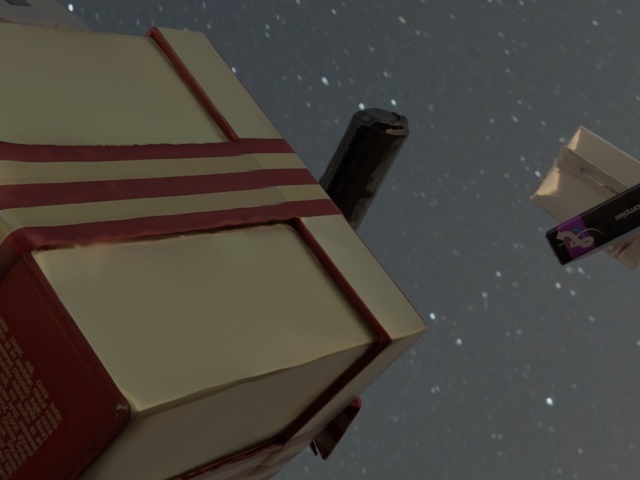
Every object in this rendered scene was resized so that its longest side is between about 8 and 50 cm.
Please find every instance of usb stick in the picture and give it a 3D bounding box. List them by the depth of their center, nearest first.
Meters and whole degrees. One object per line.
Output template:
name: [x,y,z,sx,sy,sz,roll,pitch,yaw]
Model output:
usb stick: [0.000,0.000,1.050,0.077,0.045,0.278,-14,-45,-61]

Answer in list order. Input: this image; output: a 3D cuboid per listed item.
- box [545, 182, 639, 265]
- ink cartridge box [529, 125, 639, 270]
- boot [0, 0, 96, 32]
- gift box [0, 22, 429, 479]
box: [0.241,-0.033,0.758,0.162,0.029,0.116,-31,-9,23]
ink cartridge box: [0.281,-0.042,1.106,0.090,0.092,0.143,-56,-33,8]
boot: [-0.271,-0.146,0.903,0.095,0.258,0.123,41,-79,6]
gift box: [-0.139,0.045,0.602,0.276,0.255,0.258,-42,-19,31]
